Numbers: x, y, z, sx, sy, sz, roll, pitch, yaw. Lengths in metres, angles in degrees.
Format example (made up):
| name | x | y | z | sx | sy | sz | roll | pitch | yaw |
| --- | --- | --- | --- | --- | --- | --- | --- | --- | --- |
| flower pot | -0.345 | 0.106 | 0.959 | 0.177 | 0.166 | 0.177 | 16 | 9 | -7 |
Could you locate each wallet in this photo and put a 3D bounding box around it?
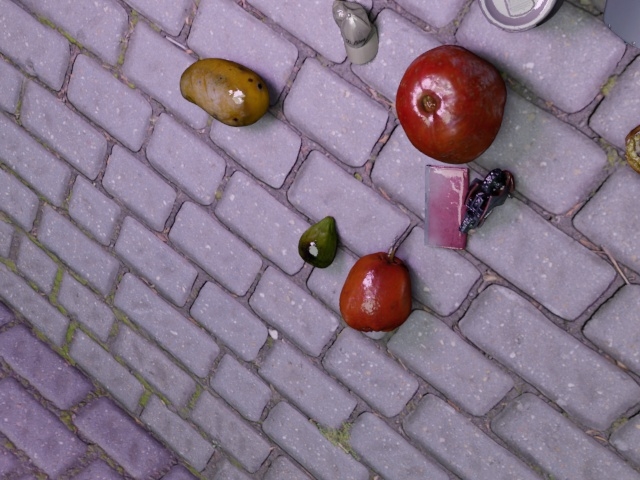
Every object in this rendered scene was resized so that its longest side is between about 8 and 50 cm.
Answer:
| name | x | y | z | sx | sy | sz | roll | pitch | yaw |
| --- | --- | --- | --- | --- | --- | --- | --- | --- | --- |
| wallet | 0.344 | -0.089 | 1.693 | 0.119 | 0.025 | 0.232 | 8 | 113 | 26 |

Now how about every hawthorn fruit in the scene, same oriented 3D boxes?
| name | x | y | z | sx | sy | sz | roll | pitch | yaw |
| --- | --- | --- | --- | --- | --- | --- | --- | --- | --- |
| hawthorn fruit | 0.170 | 0.123 | 1.776 | 0.211 | 0.211 | 0.299 | 19 | 104 | 21 |
| hawthorn fruit | 0.307 | -0.326 | 1.489 | 0.284 | 0.284 | 0.285 | 11 | 114 | 25 |

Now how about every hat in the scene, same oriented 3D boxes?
| name | x | y | z | sx | sy | sz | roll | pitch | yaw |
| --- | --- | --- | --- | --- | --- | --- | --- | --- | --- |
| hat | 0.083 | -0.548 | 1.627 | 0.122 | 0.081 | 0.166 | 8 | 123 | 28 |

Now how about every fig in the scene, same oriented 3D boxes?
| name | x | y | z | sx | sy | sz | roll | pitch | yaw |
| --- | --- | --- | --- | --- | --- | --- | --- | --- | --- |
| fig | 0.000 | 0.000 | 1.881 | 0.123 | 0.123 | 0.156 | 19 | 79 | 21 |

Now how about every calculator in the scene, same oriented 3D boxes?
| name | x | y | z | sx | sy | sz | roll | pitch | yaw |
| --- | --- | --- | --- | --- | --- | --- | --- | --- | --- |
| calculator | 0.649 | -0.503 | 1.265 | 0.141 | 0.045 | 0.246 | 59 | 172 | 36 |

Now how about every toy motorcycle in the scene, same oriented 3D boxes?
| name | x | y | z | sx | sy | sz | roll | pitch | yaw |
| --- | --- | --- | --- | --- | --- | --- | --- | --- | --- |
| toy motorcycle | 0.429 | -0.107 | 1.601 | 0.082 | 0.122 | 0.213 | 51 | 141 | 30 |

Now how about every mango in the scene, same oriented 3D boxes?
| name | x | y | z | sx | sy | sz | roll | pitch | yaw |
| --- | --- | --- | --- | --- | --- | --- | --- | --- | --- |
| mango | -0.285 | -0.445 | 1.821 | 0.329 | 0.175 | 0.177 | 35 | 101 | 33 |

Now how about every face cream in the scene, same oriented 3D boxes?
| name | x | y | z | sx | sy | sz | roll | pitch | yaw |
| --- | --- | --- | --- | --- | --- | --- | --- | --- | --- |
| face cream | 0.449 | -0.559 | 1.373 | 0.177 | 0.153 | 0.177 | 11 | 116 | 25 |

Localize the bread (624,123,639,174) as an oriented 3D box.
| name | x | y | z | sx | sy | sz | roll | pitch | yaw |
| --- | --- | --- | --- | --- | --- | --- | --- | --- | --- |
| bread | 0.799 | -0.193 | 1.363 | 0.222 | 0.096 | 0.181 | 43 | 123 | 5 |
